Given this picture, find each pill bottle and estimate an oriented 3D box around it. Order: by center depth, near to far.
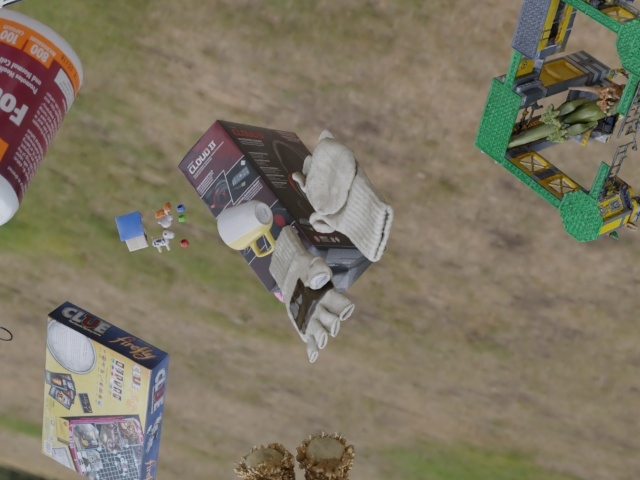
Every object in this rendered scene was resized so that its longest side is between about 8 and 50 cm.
[{"bbox_3d":[-0.555,-0.161,2.040,0.224,0.392,0.224,15,151,9],"label":"pill bottle"}]

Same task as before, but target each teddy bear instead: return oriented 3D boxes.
[{"bbox_3d":[-0.010,0.426,1.760,0.338,0.245,0.113,58,157,24],"label":"teddy bear"}]

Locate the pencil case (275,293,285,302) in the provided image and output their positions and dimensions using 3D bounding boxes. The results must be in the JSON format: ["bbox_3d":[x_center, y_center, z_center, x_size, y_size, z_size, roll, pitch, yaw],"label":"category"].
[{"bbox_3d":[-0.088,0.015,2.314,0.209,0.098,0.095,54,139,18],"label":"pencil case"}]

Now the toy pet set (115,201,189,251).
[{"bbox_3d":[-0.296,-0.036,2.233,0.114,0.122,0.065,-16,127,0],"label":"toy pet set"}]

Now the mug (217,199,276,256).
[{"bbox_3d":[-0.094,-0.023,1.769,0.078,0.062,0.064,32,140,-31],"label":"mug"}]

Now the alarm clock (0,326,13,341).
[{"bbox_3d":[-0.570,0.157,2.039,0.129,0.064,0.192,36,-159,27],"label":"alarm clock"}]

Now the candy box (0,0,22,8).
[{"bbox_3d":[-0.495,-0.407,1.892,0.159,0.233,0.071,-20,122,-3],"label":"candy box"}]

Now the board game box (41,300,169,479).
[{"bbox_3d":[-0.284,0.215,1.659,0.165,0.042,0.243,25,127,19],"label":"board game box"}]

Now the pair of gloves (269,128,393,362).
[{"bbox_3d":[0.000,0.000,1.522,0.042,0.204,0.240,3,125,-29],"label":"pair of gloves"}]

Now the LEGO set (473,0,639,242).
[{"bbox_3d":[0.336,-0.179,1.452,0.255,0.192,0.331,35,132,39],"label":"LEGO set"}]

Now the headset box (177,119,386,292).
[{"bbox_3d":[-0.067,-0.061,1.965,0.293,0.110,0.218,53,-156,23],"label":"headset box"}]
